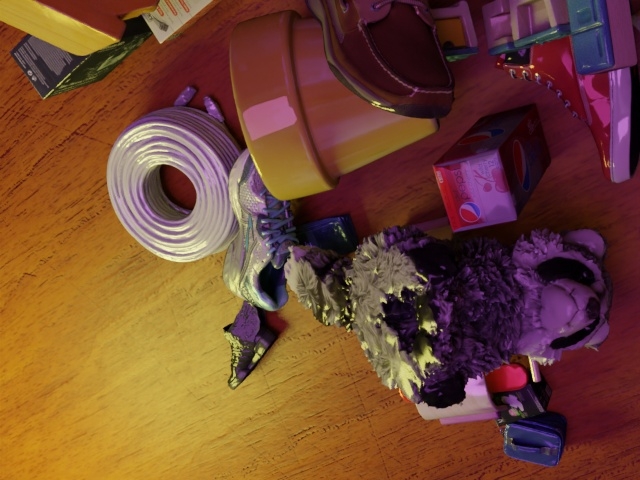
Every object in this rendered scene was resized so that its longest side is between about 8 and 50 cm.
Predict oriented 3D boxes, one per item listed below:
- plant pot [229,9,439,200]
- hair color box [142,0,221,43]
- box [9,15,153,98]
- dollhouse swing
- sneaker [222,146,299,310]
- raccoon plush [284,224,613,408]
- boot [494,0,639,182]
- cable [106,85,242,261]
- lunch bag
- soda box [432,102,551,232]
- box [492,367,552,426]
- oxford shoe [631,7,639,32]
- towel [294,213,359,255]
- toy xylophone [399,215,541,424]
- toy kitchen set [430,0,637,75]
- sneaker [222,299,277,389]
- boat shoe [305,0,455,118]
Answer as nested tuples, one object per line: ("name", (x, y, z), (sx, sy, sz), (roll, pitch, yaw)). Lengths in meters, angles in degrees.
("plant pot", (0.031, -0.202, 1.175), (0.239, 0.254, 0.254), (-12, 106, 11))
("hair color box", (-0.202, -0.386, 1.301), (0.167, 0.053, 0.093), (-29, 98, 30))
("box", (-0.369, -0.313, 1.346), (0.158, 0.156, 0.093), (-32, 96, 31))
("dollhouse swing", (-0.359, -0.433, 1.236), (0.315, 0.347, 0.305), (24, 163, -12))
("sneaker", (-0.072, -0.021, 1.334), (0.122, 0.110, 0.283), (34, 128, 44))
("raccoon plush", (0.180, 0.037, 1.165), (0.446, 0.299, 0.216), (39, 133, 50))
("boot", (0.324, -0.191, 1.127), (0.176, 0.088, 0.244), (-3, 106, 30))
("cable", (-0.230, -0.089, 1.414), (0.257, 0.089, 0.257), (-31, 96, 31))
("lunch bag", (0.329, 0.305, 1.334), (0.098, 0.065, 0.067), (7, 113, 21))
("soda box", (0.226, -0.100, 1.098), (0.083, 0.263, 0.092), (-12, 104, 27))
("box", (0.303, 0.240, 1.321), (0.083, 0.062, 0.052), (-27, 97, 31))
("oxford shoe", (0.468, -0.098, 1.049), (0.130, 0.169, 0.449), (-11, 99, 25))
("towel", (0.000, 0.000, 1.381), (0.119, 0.029, 0.067), (-14, 105, 29))
("toy xylophone", (0.207, 0.124, 1.267), (0.236, 0.081, 0.323), (-5, 95, 27))
("toy kitchen set", (0.222, -0.235, 0.992), (0.207, 0.166, 0.122), (-3, 98, 65))
("sneaker", (-0.138, 0.179, 1.508), (0.089, 0.051, 0.170), (40, 117, 5))
("boat shoe", (0.063, -0.267, 0.985), (0.324, 0.122, 0.120), (-116, 33, -41))
